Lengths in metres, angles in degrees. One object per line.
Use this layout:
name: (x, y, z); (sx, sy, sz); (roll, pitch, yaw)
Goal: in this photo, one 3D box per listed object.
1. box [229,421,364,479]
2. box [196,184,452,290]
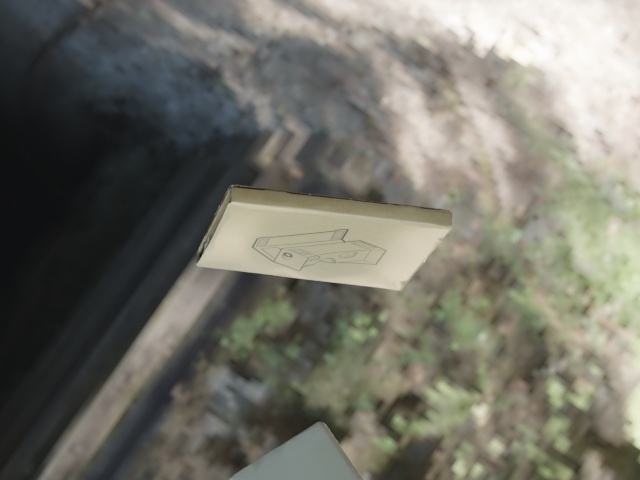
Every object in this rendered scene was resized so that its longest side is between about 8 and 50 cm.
box: (0.035, 0.344, 1.922); (0.311, 0.121, 0.148); (51, 170, 51)
box: (0.000, 0.000, 1.714); (0.201, 0.021, 0.164); (6, 157, -12)
